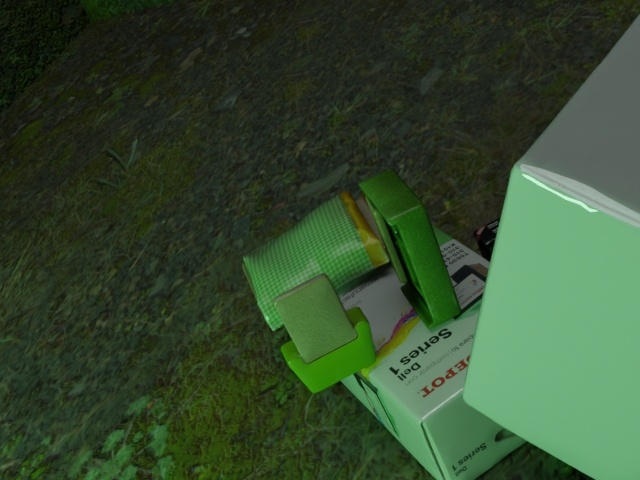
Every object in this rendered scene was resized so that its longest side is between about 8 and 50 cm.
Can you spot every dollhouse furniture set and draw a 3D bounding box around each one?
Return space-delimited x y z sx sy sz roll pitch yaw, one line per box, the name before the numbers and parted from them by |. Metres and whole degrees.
dollhouse furniture set | 0.000 0.000 1.095 0.197 0.151 0.301 -27 31 -3

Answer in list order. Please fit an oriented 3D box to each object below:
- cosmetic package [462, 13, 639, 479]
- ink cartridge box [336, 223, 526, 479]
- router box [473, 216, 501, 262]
cosmetic package | 0.373 -0.001 0.821 0.327 0.329 0.394 29 56 22
ink cartridge box | 0.135 0.118 1.088 0.201 0.117 0.278 -33 34 -12
router box | 0.246 0.022 1.146 0.092 0.123 0.038 -27 29 -4
